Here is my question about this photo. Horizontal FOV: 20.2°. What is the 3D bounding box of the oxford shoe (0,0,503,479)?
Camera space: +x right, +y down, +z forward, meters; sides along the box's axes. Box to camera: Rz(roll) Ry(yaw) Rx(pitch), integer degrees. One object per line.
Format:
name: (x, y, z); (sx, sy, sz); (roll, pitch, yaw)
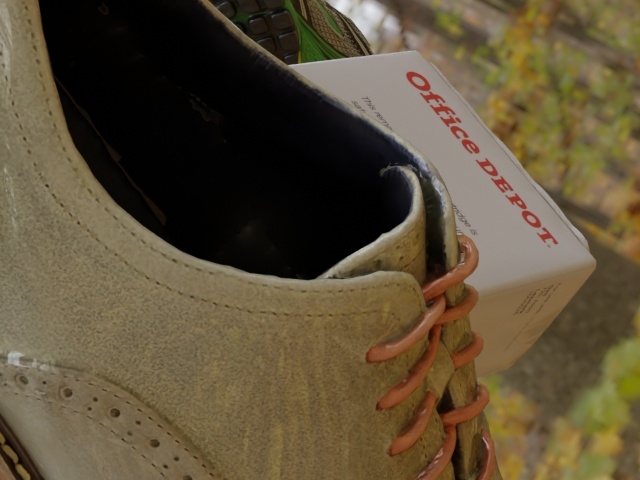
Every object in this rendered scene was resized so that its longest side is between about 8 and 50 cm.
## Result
oxford shoe: (-0.004, 0.058, 0.518); (0.146, 0.397, 0.140); (-30, 22, 36)

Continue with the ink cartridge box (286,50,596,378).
ink cartridge box: (0.000, 0.000, 1.090); (0.278, 0.201, 0.117); (-12, -34, -44)

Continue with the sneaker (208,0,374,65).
sneaker: (-0.049, -0.170, 1.533); (0.134, 0.343, 0.146); (-27, 31, 23)
